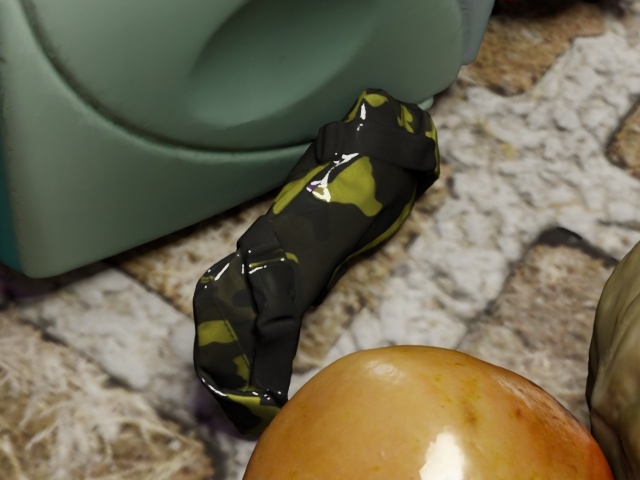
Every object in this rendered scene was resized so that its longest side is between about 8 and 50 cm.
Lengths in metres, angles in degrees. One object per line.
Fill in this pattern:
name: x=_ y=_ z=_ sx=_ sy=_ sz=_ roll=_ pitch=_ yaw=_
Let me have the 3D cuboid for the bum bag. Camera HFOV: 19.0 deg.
bum bag: x=0.000 y=0.000 z=1.112 sx=0.060 sy=0.107 sz=0.232 roll=16 pitch=56 yaw=32

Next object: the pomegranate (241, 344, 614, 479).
pomegranate: x=0.055 y=0.159 z=0.966 sx=0.209 sy=0.209 sz=0.209 roll=2 pitch=59 yaw=-4

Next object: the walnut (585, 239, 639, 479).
walnut: x=0.253 y=0.084 z=1.008 sx=0.248 sy=0.248 sz=0.248 roll=2 pitch=59 yaw=-4

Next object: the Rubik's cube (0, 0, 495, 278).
Rubik's cube: x=-0.112 y=-0.234 z=1.097 sx=0.347 sy=0.351 sz=0.352 roll=-26 pitch=62 yaw=-20
